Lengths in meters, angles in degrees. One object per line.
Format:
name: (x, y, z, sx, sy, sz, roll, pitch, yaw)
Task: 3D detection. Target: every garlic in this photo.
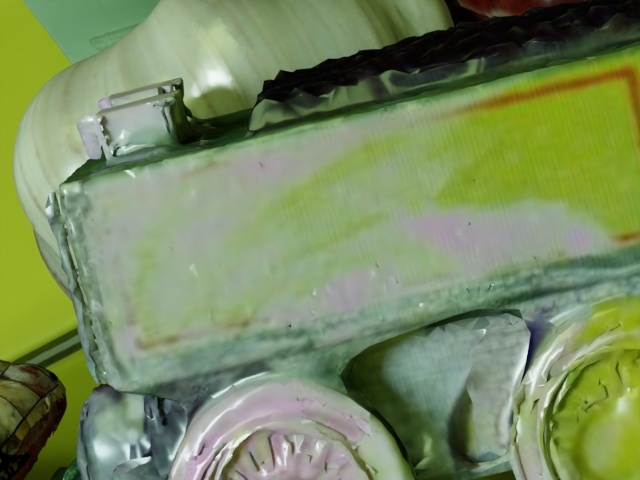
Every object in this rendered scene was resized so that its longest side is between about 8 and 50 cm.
garlic: (0.000, 0.000, 0.781, 0.199, 0.199, 0.226, -35, 72, 2)

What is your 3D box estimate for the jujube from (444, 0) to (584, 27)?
jujube: (0.124, -0.155, 0.791, 0.243, 0.183, 0.183, 15, 61, 33)

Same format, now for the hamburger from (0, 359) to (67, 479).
hamburger: (-0.204, 0.118, 0.761, 0.231, 0.107, 0.231, -51, 9, 11)

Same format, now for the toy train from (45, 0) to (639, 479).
toy train: (0.037, 0.020, 0.643, 0.260, 0.177, 0.134, -13, 9, 3)

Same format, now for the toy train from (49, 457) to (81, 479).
toy train: (-0.127, 0.173, 0.728, 0.132, 0.083, 0.200, -6, 40, 46)

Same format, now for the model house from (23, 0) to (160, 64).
model house: (-0.078, -0.168, 1.013, 0.127, 0.100, 0.149, -12, 43, 25)
